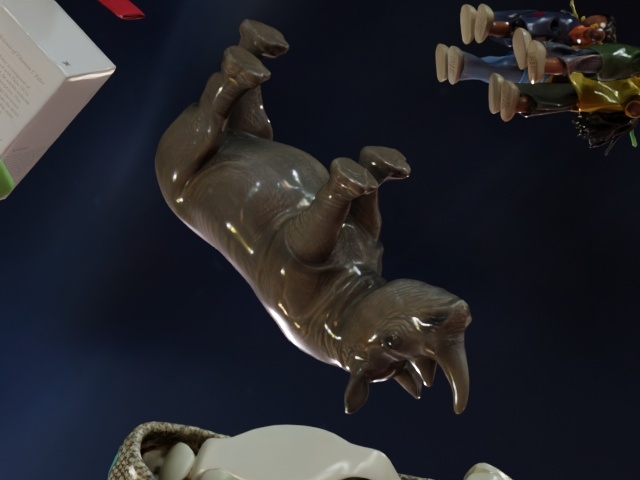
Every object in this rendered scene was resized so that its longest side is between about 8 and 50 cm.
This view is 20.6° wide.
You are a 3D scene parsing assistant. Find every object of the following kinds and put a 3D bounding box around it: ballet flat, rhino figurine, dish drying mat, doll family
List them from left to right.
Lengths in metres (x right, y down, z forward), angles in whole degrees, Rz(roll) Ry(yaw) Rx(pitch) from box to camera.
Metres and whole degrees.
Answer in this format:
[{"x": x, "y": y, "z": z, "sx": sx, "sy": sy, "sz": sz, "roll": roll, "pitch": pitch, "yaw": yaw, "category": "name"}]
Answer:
[{"x": -0.210, "y": -0.241, "z": 1.735, "sx": 0.032, "sy": 0.083, "sz": 0.008, "roll": -16, "pitch": -45, "yaw": -46, "category": "dish drying mat"}, {"x": 0.000, "y": 0.000, "z": 0.885, "sx": 0.073, "sy": 0.243, "sz": 0.106, "roll": -3, "pitch": -47, "yaw": -48, "category": "rhino figurine"}, {"x": 0.054, "y": 0.243, "z": 1.453, "sx": 0.482, "sy": 0.164, "sz": 0.182, "roll": 11, "pitch": -48, "yaw": 3, "category": "ballet flat"}, {"x": 0.144, "y": -0.100, "z": 1.011, "sx": 0.111, "sy": 0.193, "sz": 0.076, "roll": -4, "pitch": -67, "yaw": -16, "category": "doll family"}]

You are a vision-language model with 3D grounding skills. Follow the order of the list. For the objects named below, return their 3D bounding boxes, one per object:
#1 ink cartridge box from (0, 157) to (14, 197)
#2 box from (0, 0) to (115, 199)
[{"x": -0.346, "y": -0.103, "z": 1.106, "sx": 0.198, "sy": 0.115, "sz": 0.273, "roll": -30, "pitch": -45, "yaw": -8, "category": "ink cartridge box"}, {"x": -0.285, "y": -0.130, "z": 1.504, "sx": 0.170, "sy": 0.130, "sz": 0.091, "roll": -45, "pitch": -7, "yaw": 21, "category": "box"}]
